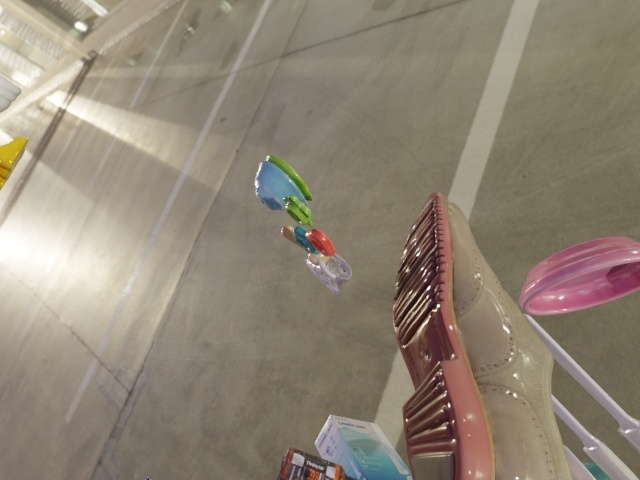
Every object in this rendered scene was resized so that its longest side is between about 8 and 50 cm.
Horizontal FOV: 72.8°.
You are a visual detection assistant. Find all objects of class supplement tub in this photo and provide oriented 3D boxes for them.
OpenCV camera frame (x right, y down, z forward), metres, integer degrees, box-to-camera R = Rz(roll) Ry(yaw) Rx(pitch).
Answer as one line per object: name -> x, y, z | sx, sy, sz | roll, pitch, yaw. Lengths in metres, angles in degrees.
supplement tub -> -0.009, 0.610, 1.105 | 0.106, 0.198, 0.106 | 19, -90, -89

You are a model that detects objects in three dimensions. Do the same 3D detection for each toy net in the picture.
toy net -> 0.000, 0.000, 0.533 | 0.045, 0.232, 0.122 | -47, 46, -14

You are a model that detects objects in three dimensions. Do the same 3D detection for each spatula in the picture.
spatula -> 0.292, 0.202, 0.518 | 0.242, 0.019, 0.168 | 49, 143, 15

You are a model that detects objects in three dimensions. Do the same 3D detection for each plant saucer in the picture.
plant saucer -> 0.654, 0.087, 1.070 | 0.332, 0.332, 0.084 | -28, 56, 30

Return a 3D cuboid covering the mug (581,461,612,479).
mug -> 0.524, 0.485, 0.834 | 0.097, 0.129, 0.157 | -25, 73, -17

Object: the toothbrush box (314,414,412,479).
toothbrush box -> 0.143, 0.709, 1.371 | 0.126, 0.216, 0.295 | -62, 30, 8

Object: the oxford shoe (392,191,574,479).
oxford shoe -> 0.155, 0.093, 0.451 | 0.123, 0.130, 0.348 | 111, 168, -51

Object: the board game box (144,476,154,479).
board game box -> -0.225, 0.347, 0.407 | 0.201, 0.035, 0.136 | -38, 28, -20

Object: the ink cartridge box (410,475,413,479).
ink cartridge box -> 0.226, 0.578, 0.853 | 0.235, 0.056, 0.171 | 43, 129, 52

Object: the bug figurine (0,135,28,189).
bug figurine -> -0.255, 0.060, 0.212 | 0.216, 0.072, 0.279 | -32, 42, 41

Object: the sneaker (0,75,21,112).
sneaker -> -0.525, -0.216, 0.659 | 0.212, 0.080, 0.094 | 24, 82, 47
